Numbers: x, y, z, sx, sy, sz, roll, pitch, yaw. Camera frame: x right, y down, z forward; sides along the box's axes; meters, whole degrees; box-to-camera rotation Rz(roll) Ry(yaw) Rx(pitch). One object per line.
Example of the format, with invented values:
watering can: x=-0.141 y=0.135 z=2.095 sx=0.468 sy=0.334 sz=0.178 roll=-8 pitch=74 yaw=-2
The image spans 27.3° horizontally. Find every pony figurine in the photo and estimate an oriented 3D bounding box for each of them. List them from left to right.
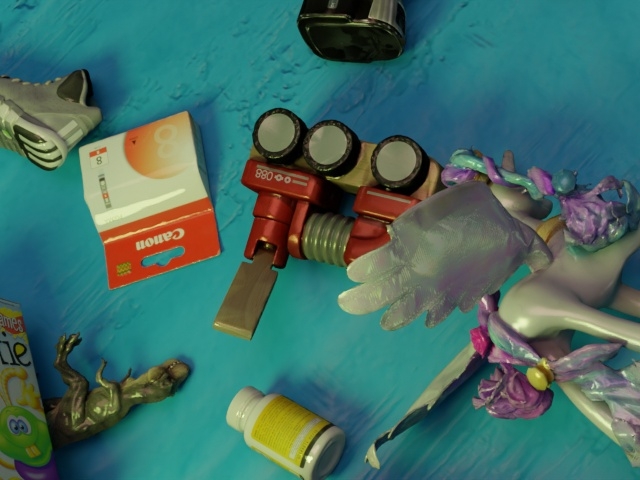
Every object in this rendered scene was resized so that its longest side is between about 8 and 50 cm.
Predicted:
pony figurine: x=0.206 y=0.065 z=1.240 sx=0.363 sy=0.303 sz=0.351 roll=29 pitch=52 yaw=26

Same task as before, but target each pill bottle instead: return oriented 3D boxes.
pill bottle: x=-0.038 y=0.196 z=1.351 sx=0.116 sy=0.065 sz=0.065 roll=27 pitch=78 yaw=25

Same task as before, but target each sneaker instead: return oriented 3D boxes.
sneaker: x=-0.349 y=-0.173 z=1.617 sx=0.228 sy=0.086 sz=0.132 roll=32 pitch=61 yaw=33

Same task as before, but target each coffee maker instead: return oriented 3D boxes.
coffee maker: x=0.034 y=-0.302 z=1.530 sx=0.171 sy=0.120 sz=0.178 roll=-4 pitch=63 yaw=42

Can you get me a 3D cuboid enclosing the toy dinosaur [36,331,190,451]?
toy dinosaur: x=-0.278 y=0.179 z=1.443 sx=0.268 sy=0.064 sz=0.118 roll=-33 pitch=68 yaw=6

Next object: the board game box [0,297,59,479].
board game box: x=-0.387 y=0.197 z=1.384 sx=0.144 sy=0.142 sz=0.275 roll=-40 pitch=52 yaw=25

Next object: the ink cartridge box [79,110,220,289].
ink cartridge box: x=-0.201 y=-0.048 z=1.524 sx=0.145 sy=0.045 sz=0.179 roll=-18 pitch=61 yaw=11

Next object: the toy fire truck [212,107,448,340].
toy fire truck: x=0.000 y=0.000 z=1.390 sx=0.217 sy=0.158 sz=0.246 roll=15 pitch=85 yaw=23
